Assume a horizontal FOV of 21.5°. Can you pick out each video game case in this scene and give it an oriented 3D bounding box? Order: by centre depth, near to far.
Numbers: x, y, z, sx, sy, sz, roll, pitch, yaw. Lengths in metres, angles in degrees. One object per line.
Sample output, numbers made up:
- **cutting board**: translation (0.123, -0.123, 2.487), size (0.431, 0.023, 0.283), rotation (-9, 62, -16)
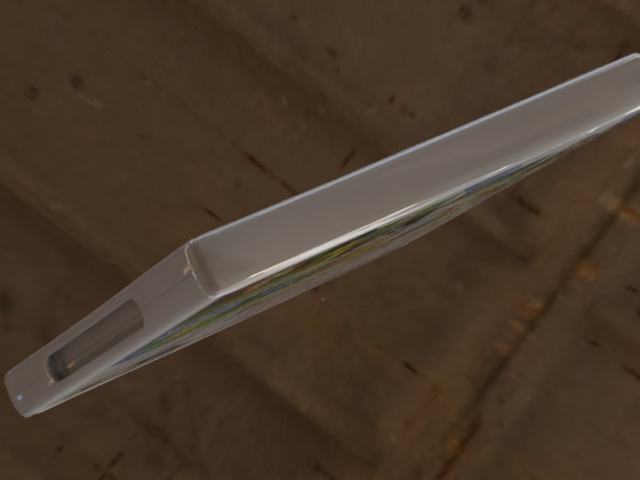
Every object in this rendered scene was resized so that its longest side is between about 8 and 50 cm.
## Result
- **video game case**: translation (0.000, 0.000, 1.013), size (0.329, 0.300, 0.036), rotation (-23, -94, -32)
